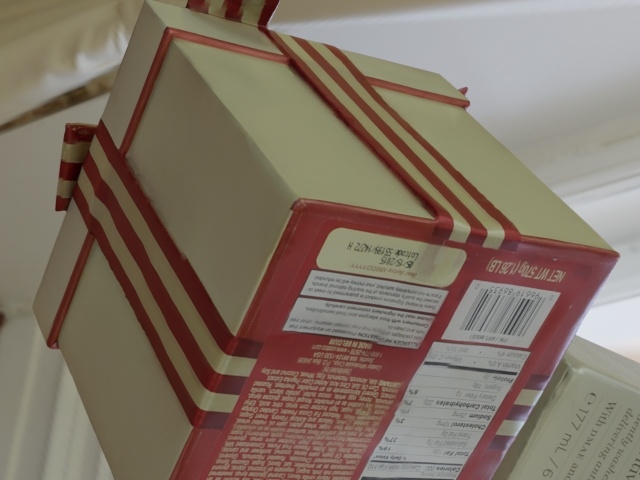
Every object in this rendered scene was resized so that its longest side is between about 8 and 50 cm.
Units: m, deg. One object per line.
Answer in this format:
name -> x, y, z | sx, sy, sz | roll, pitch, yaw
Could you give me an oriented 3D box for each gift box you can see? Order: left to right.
gift box -> 0.000, 0.000, 0.746 | 0.255, 0.276, 0.258 | 14, 24, -36

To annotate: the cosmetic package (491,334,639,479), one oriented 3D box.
cosmetic package -> 0.260, 0.221, 0.972 | 0.385, 0.217, 0.156 | 22, 9, -23
